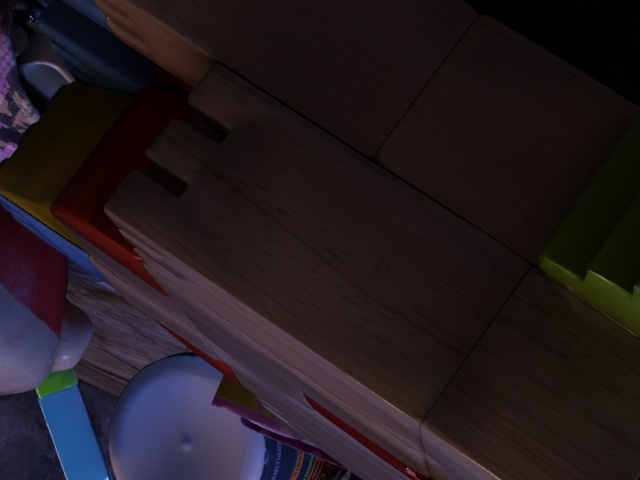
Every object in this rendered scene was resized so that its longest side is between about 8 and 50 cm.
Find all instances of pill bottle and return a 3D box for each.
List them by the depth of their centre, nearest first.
[{"bbox_3d":[-0.049,0.146,1.214,0.130,0.130,0.246,20,-173,23],"label":"pill bottle"}]

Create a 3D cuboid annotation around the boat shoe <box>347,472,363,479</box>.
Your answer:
[{"bbox_3d":[0.080,0.195,1.278,0.104,0.110,0.307,24,-175,5],"label":"boat shoe"}]

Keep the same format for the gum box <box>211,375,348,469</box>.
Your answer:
[{"bbox_3d":[0.039,0.076,0.858,0.188,0.107,0.062,18,167,30],"label":"gum box"}]

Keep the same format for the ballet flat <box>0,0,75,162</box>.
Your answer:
[{"bbox_3d":[-0.079,-0.039,0.711,0.079,0.076,0.221,-16,142,42],"label":"ballet flat"}]

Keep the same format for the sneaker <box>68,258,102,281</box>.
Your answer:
[{"bbox_3d":[-0.209,-0.035,1.029,0.188,0.066,0.071,19,151,3],"label":"sneaker"}]

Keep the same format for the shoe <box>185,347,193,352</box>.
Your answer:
[{"bbox_3d":[-0.033,0.148,1.439,0.219,0.058,0.076,29,168,-18],"label":"shoe"}]

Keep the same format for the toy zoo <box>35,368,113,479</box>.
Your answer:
[{"bbox_3d":[-0.179,0.140,1.135,0.192,0.030,0.293,-133,26,-65],"label":"toy zoo"}]

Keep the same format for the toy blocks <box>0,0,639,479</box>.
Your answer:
[{"bbox_3d":[0.000,0.000,0.525,0.261,0.190,0.381,34,170,15],"label":"toy blocks"}]

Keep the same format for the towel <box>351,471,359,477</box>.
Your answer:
[{"bbox_3d":[0.164,0.178,1.083,0.228,0.076,0.308,26,179,26],"label":"towel"}]

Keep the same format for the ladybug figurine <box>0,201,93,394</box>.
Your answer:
[{"bbox_3d":[-0.328,-0.055,0.890,0.449,0.161,0.305,28,167,-11],"label":"ladybug figurine"}]
